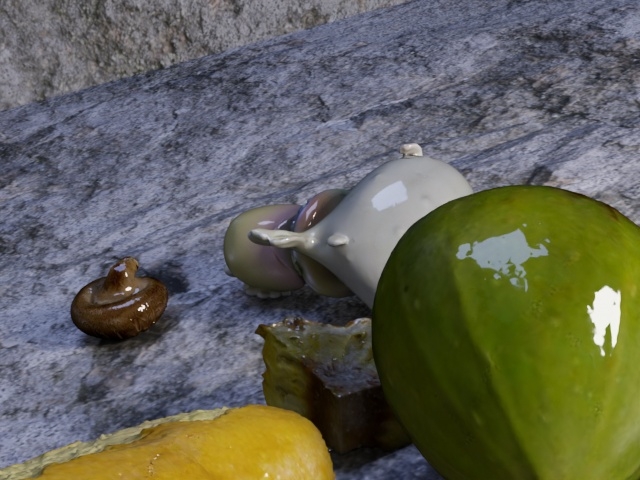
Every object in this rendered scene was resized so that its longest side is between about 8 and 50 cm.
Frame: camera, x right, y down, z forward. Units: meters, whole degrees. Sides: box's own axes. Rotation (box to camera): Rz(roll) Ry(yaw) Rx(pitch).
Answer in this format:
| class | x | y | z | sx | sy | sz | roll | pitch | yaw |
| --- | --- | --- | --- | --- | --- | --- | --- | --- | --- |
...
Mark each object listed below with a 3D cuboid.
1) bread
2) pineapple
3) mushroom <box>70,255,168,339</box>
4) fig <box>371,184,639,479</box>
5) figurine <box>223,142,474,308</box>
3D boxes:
| class | x | y | z | sx | sy | sz | roll | pitch | yaw |
| --- | --- | --- | --- | --- | --- | --- | --- | --- | --- |
| bread | -0.161 | 0.246 | 1.335 | 0.236 | 0.165 | 0.375 | -8 | 2 | 28 |
| pineapple | 0.038 | 0.150 | 1.651 | 0.236 | 0.114 | 0.186 | 1 | 24 | 21 |
| mushroom | -0.255 | 0.082 | 2.016 | 0.126 | 0.085 | 0.109 | 4 | 61 | 30 |
| fig | 0.194 | 0.114 | 1.436 | 0.316 | 0.316 | 0.316 | -10 | 21 | 4 |
| figurine | 0.000 | 0.000 | 1.925 | 0.274 | 0.227 | 0.394 | 6 | -5 | -42 |
